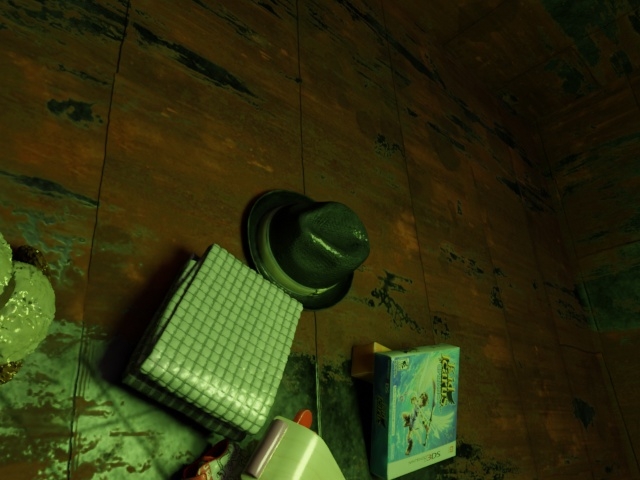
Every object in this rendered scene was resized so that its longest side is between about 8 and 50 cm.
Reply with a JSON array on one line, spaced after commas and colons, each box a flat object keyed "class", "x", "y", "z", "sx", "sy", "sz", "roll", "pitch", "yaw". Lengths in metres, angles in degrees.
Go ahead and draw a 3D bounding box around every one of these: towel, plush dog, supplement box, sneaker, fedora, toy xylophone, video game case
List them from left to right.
[{"class": "plush dog", "x": -0.435, "y": 0.063, "z": 0.614, "sx": 0.225, "sy": 0.210, "sz": 0.263, "roll": 56, "pitch": 34, "yaw": -48}, {"class": "sneaker", "x": -0.183, "y": 0.438, "z": 0.750, "sx": 0.145, "sy": 0.090, "sz": 0.270, "roll": 54, "pitch": 37, "yaw": -10}, {"class": "towel", "x": -0.180, "y": 0.172, "z": 0.863, "sx": 0.235, "sy": 0.121, "sz": 0.284, "roll": 37, "pitch": 40, "yaw": -19}, {"class": "toy xylophone", "x": -0.034, "y": 0.452, "z": 0.810, "sx": 0.236, "sy": 0.081, "sz": 0.323, "roll": -48, "pitch": 132, "yaw": -45}, {"class": "fedora", "x": 0.000, "y": 0.000, "z": 1.125, "sx": 0.334, "sy": 0.152, "sz": 0.334, "roll": 25, "pitch": 53, "yaw": -38}, {"class": "supplement box", "x": 0.181, "y": 0.326, "z": 1.212, "sx": 0.233, "sy": 0.080, "sz": 0.078, "roll": 29, "pitch": 52, "yaw": -33}, {"class": "video game case", "x": 0.227, "y": 0.390, "z": 1.151, "sx": 0.244, "sy": 0.061, "sz": 0.270, "roll": 3, "pitch": 89, "yaw": -39}]
